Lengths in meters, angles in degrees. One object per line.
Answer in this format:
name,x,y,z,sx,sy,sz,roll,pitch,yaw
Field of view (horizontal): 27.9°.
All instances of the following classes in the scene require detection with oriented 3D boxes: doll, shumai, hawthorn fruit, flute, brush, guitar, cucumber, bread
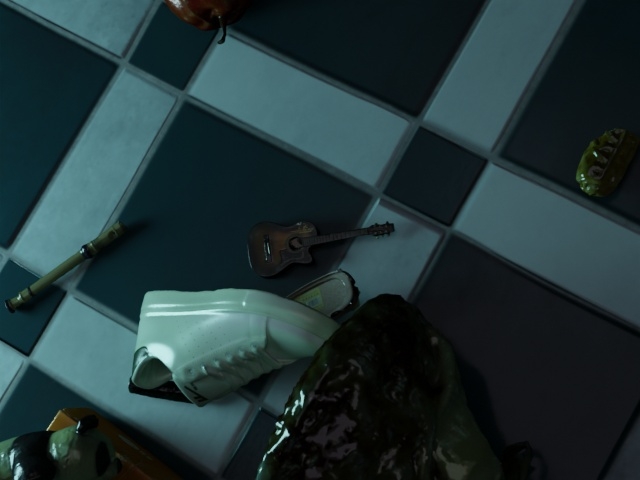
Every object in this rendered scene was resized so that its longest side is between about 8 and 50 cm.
doll,-0.393,0.330,1.801,0.234,0.143,0.135,-20,44,18
shumai,0.117,0.307,1.721,0.348,0.395,0.395,30,86,20
hawthorn fruit,-0.177,-0.401,2.060,0.157,0.157,0.194,-20,77,8
flute,-0.409,0.042,2.078,0.233,0.027,0.027,-35,72,3
brush,-0.069,0.143,1.964,0.313,0.067,0.072,-29,58,17
guitar,0.000,0.000,1.990,0.233,0.025,0.088,-10,75,10
cucumber,-0.230,0.232,1.989,0.133,0.032,0.032,9,79,14
bread,0.419,-0.116,1.900,0.066,0.060,0.110,30,86,-12

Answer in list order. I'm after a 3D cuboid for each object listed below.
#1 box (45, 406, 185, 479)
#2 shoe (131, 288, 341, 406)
box,-0.370,0.447,1.916,0.225,0.143,0.341,33,85,18
shoe,-0.137,0.164,1.881,0.363,0.132,0.160,1,69,37
